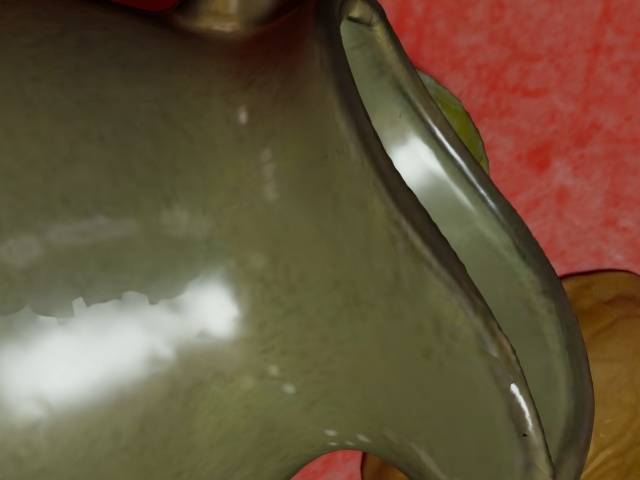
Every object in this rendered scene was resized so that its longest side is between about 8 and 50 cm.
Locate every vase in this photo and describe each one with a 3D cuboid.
[{"bbox_3d":[-0.079,-0.026,0.593,0.302,0.241,0.329,-11,87,16],"label":"vase"}]

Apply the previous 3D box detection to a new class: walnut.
[{"bbox_3d":[0.124,0.115,0.892,0.211,0.087,0.167,-45,125,8],"label":"walnut"}]

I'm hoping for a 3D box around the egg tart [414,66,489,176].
[{"bbox_3d":[0.000,0.000,0.760,0.197,0.078,0.197,-14,126,-20],"label":"egg tart"}]
